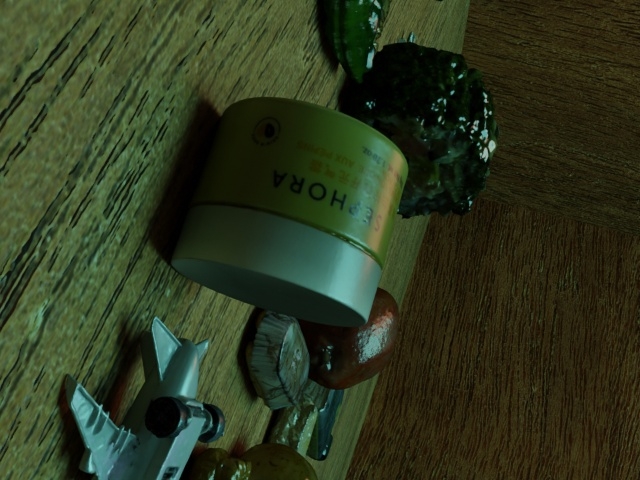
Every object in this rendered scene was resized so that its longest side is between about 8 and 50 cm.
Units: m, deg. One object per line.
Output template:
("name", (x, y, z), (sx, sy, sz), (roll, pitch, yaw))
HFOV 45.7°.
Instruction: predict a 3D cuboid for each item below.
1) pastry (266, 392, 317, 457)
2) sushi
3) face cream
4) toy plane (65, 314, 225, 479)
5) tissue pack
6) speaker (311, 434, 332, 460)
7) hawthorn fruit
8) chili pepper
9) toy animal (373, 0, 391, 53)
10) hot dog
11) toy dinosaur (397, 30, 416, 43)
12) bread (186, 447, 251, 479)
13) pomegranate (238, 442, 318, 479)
("pastry", (-0.070, 0.432, 1.505), (0.121, 0.089, 0.258), (61, 46, -67))
("sushi", (0.197, -0.198, 1.489), (0.352, 0.294, 0.178), (84, 19, -55))
("face cream", (-0.030, -0.025, 0.821), (0.218, 0.218, 0.179), (66, 39, -71))
("toy plane", (-0.171, 0.208, 0.745), (0.251, 0.101, 0.255), (42, 63, -63))
("tissue pack", (-0.002, 0.367, 1.759), (0.257, 0.081, 0.185), (91, 18, -52))
("speaker", (-0.003, 0.530, 1.998), (0.094, 0.060, 0.075), (88, 19, -53))
("hawthorn fruit", (0.035, 0.181, 1.443), (0.262, 0.210, 0.211), (-25, 129, -63))
("chili pepper", (0.052, -0.324, 1.180), (0.253, 0.083, 0.099), (74, 29, -75))
("toy animal", (0.099, -0.426, 1.346), (0.099, 0.056, 0.241), (90, 16, -71))
("hot dog", (-0.069, 0.194, 1.263), (0.268, 0.075, 0.144), (79, 24, -57))
("toy dinosaur", (0.187, -0.416, 1.794), (0.106, 0.044, 0.187), (-155, -101, -87))
("bread", (-0.174, 0.424, 1.048), (0.139, 0.077, 0.271), (75, 33, -74))
("pomegranate", (-0.086, 0.442, 1.270), (0.196, 0.196, 0.196), (15, 90, -78))
